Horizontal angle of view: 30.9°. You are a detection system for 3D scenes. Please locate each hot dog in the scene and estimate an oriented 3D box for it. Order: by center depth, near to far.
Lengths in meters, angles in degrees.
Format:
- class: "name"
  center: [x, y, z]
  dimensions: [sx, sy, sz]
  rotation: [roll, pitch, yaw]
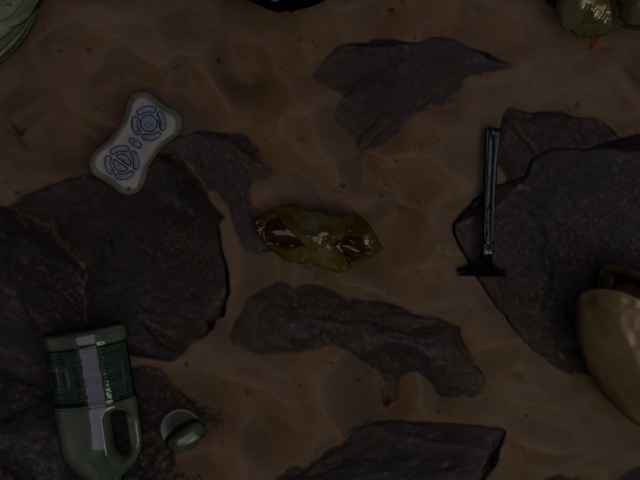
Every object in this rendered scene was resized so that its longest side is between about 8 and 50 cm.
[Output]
- class: "hot dog"
  center: [0.000, -0.001, 1.420]
  dimensions: [0.169, 0.061, 0.078]
  rotation: [8, 93, -8]

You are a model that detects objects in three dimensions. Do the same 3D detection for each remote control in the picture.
- class: "remote control"
  center: [-0.223, -0.117, 1.398]
  dimensions: [0.074, 0.032, 0.122]
  rotation: [33, 89, -9]

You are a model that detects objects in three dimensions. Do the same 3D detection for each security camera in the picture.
- class: "security camera"
  center: [-0.165, 0.236, 1.395]
  dimensions: [0.058, 0.092, 0.058]
  rotation: [-1, 93, -10]

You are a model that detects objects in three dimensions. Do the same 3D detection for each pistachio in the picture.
- class: "pistachio"
  center: [0.409, 0.138, 1.440]
  dimensions: [0.157, 0.157, 0.229]
  rotation: [-38, 88, -4]

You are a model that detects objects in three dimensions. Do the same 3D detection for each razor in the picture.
- class: "razor"
  center: [0.214, -0.048, 1.463]
  dimensions: [0.066, 0.033, 0.190]
  rotation: [3, 92, -9]

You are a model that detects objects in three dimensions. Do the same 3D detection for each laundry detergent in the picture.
- class: "laundry detergent"
  center: [-0.268, 0.215, 1.390]
  dimensions: [0.099, 0.070, 0.226]
  rotation: [-9, 94, -14]

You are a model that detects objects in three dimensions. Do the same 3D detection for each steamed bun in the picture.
- class: "steamed bun"
  center: [0.346, -0.342, 1.428]
  dimensions: [0.192, 0.106, 0.177]
  rotation: [-18, 94, -5]

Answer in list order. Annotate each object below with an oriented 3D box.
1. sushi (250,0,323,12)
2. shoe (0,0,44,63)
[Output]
- class: "sushi"
  center: [-0.057, -0.440, 1.335]
  dimensions: [0.211, 0.171, 0.350]
  rotation: [-10, 93, -6]
- class: "shoe"
  center: [-0.346, -0.324, 1.279]
  dimensions: [0.132, 0.210, 0.342]
  rotation: [40, 88, -8]
